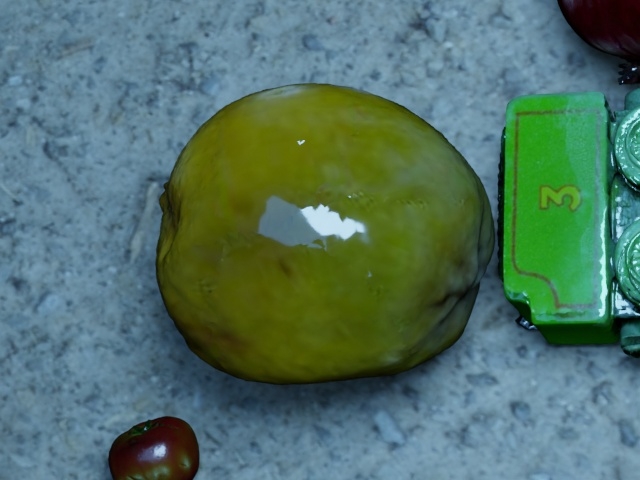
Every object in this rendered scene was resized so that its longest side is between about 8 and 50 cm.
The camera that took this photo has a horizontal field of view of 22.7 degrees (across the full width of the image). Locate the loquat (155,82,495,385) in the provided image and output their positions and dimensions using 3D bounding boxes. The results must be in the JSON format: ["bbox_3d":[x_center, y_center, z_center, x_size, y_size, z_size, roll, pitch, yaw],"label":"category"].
[{"bbox_3d":[0.000,0.000,1.381,0.284,0.276,0.276,14,82,20],"label":"loquat"}]

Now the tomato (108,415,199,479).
[{"bbox_3d":[-0.152,0.205,1.469,0.087,0.087,0.075,-18,103,9],"label":"tomato"}]

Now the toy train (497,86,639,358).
[{"bbox_3d":[0.250,-0.018,1.398,0.188,0.132,0.243,-3,76,17],"label":"toy train"}]

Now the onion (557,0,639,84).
[{"bbox_3d":[0.327,-0.278,1.361,0.273,0.273,0.285,-10,103,11],"label":"onion"}]
